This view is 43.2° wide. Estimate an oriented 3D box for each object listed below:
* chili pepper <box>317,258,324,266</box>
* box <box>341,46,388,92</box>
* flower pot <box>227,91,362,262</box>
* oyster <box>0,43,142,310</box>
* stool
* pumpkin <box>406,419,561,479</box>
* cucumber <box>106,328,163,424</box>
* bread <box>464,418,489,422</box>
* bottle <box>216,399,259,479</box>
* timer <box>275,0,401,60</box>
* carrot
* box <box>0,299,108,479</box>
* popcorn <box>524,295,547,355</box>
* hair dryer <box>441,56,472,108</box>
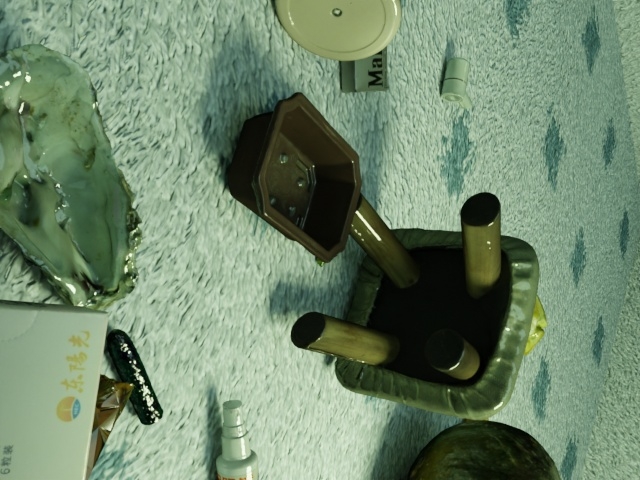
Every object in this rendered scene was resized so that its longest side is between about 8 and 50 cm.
[{"bbox_3d":[0.001,0.000,1.266,0.030,0.017,0.083,-23,112,-57],"label":"chili pepper"},{"bbox_3d":[0.073,-0.330,1.316,0.115,0.036,0.177,-19,111,-55],"label":"box"},{"bbox_3d":[-0.040,-0.084,1.127,0.251,0.084,0.178,39,61,-54],"label":"flower pot"},{"bbox_3d":[-0.249,-0.053,0.791,0.252,0.087,0.199,45,67,-43],"label":"oyster"},{"bbox_3d":[0.149,0.082,1.235,0.226,0.310,0.310,49,53,-52],"label":"stool"},{"bbox_3d":[0.310,0.572,1.546,0.454,0.344,0.454,-5,90,-71],"label":"pumpkin"},{"bbox_3d":[-0.216,0.154,0.928,0.032,0.032,0.133,-48,132,-44],"label":"cucumber"},{"bbox_3d":[0.362,0.442,1.890,0.081,0.046,0.083,-59,142,-26],"label":"bread"},{"bbox_3d":[-0.111,0.321,1.098,0.060,0.060,0.217,-21,112,-55],"label":"bottle"},{"bbox_3d":[0.047,-0.412,1.175,0.175,0.175,0.266,58,35,-44],"label":"timer"},{"bbox_3d":[-0.269,0.240,0.833,0.069,0.069,0.228,56,48,-45],"label":"carrot"},{"bbox_3d":[-0.309,0.222,0.703,0.200,0.065,0.343,10,86,-39],"label":"box"},{"bbox_3d":[0.381,0.160,1.725,0.183,0.204,0.221,-65,172,16],"label":"popcorn"},{"bbox_3d":[0.290,-0.311,1.664,0.137,0.047,0.082,35,65,-61],"label":"hair dryer"}]
